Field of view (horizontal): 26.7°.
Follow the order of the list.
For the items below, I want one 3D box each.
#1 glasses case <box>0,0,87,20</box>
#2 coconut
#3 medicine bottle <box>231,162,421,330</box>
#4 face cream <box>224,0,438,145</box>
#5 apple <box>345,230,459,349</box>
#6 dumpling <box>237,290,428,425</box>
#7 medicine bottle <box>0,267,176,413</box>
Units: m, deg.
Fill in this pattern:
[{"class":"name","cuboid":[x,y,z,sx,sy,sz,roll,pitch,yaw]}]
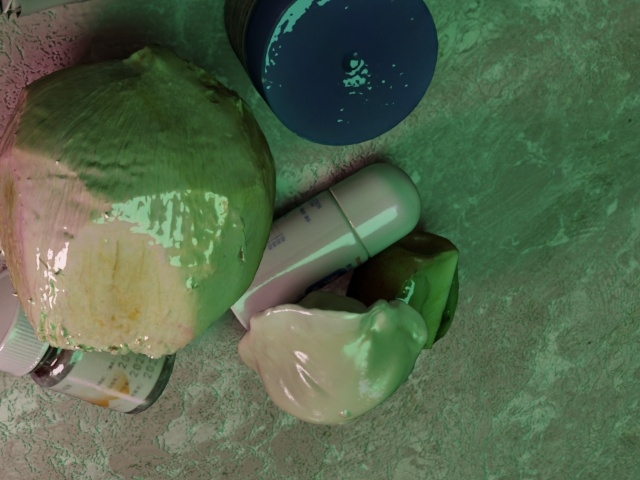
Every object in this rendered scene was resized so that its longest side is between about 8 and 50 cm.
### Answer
[{"class":"glasses case","cuboid":[-0.345,-0.418,1.687,0.128,0.083,0.308,-7,125,-18]},{"class":"coconut","cuboid":[-0.239,-0.079,1.777,0.404,0.404,0.405,-11,126,-16]},{"class":"medicine bottle","cuboid":[0.000,0.000,2.097,0.341,0.130,0.130,-32,129,-1]},{"class":"face cream","cuboid":[0.009,-0.285,1.843,0.249,0.225,0.249,-10,123,-15]},{"class":"apple","cuboid":[0.130,0.082,2.176,0.207,0.173,0.188,-26,124,-59]},{"class":"dumpling","cuboid":[-0.008,0.172,2.030,0.318,0.187,0.243,-16,149,27]},{"class":"medicine bottle","cuboid":[-0.367,0.151,2.022,0.273,0.165,0.165,23,111,-34]}]
